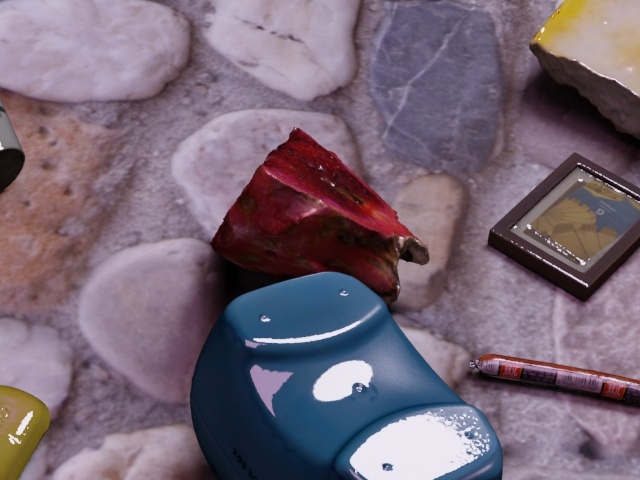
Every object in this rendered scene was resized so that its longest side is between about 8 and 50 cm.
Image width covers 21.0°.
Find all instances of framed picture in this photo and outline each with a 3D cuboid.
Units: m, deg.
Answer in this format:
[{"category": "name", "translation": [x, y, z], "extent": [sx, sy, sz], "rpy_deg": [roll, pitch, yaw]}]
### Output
[{"category": "framed picture", "translation": [0.280, -0.018, 1.872], "extent": [0.128, 0.023, 0.168], "rpy_deg": [32, 52, 24]}]

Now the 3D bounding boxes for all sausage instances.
[{"category": "sausage", "translation": [0.246, 0.139, 1.718], "extent": [0.198, 0.025, 0.028], "rpy_deg": [9, 78, 4]}]

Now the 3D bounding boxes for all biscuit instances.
[{"category": "biscuit", "translation": [0.496, -0.218, 2.030], "extent": [0.429, 0.104, 0.446], "rpy_deg": [26, 52, 18]}]

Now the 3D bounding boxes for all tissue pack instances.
[{"category": "tissue pack", "translation": [0.016, 0.188, 1.537], "extent": [0.198, 0.206, 0.287], "rpy_deg": [-19, 52, -33]}]

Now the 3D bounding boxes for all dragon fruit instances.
[{"category": "dragon fruit", "translation": [0.000, 0.000, 1.753], "extent": [0.211, 0.134, 0.262], "rpy_deg": [30, 13, 4]}]

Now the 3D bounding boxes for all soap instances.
[{"category": "soap", "translation": [-0.310, 0.188, 1.605], "extent": [0.089, 0.045, 0.140], "rpy_deg": [19, 48, 8]}]

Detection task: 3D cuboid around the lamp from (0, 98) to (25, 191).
[{"category": "lamp", "translation": [-0.408, -0.145, 1.859], "extent": [0.121, 0.121, 0.215], "rpy_deg": [-27, 66, -27]}]
